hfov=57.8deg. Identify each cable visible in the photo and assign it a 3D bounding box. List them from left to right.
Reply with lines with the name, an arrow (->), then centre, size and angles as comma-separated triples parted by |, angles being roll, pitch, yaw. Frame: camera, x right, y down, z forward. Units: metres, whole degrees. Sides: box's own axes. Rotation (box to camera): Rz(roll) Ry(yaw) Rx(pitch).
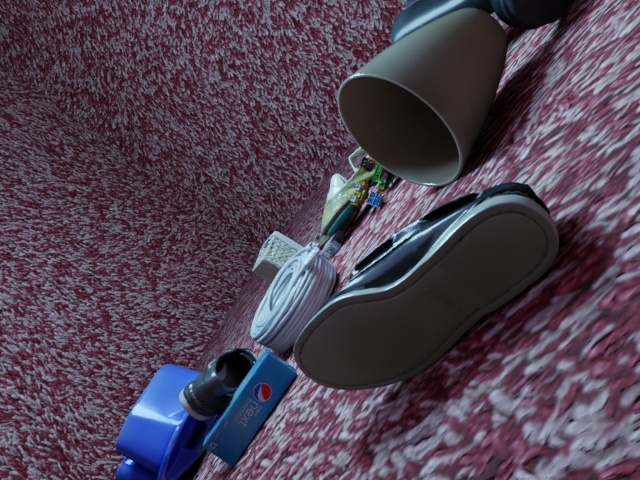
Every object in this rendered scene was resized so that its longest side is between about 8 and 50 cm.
cable -> -0.067, 0.138, 1.364 | 0.257, 0.089, 0.257 | -62, 15, -16

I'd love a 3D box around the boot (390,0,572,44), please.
boot -> 0.311, -0.505, 1.241 | 0.445, 0.146, 0.367 | -1, 36, 51

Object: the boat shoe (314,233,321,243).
boat shoe -> 0.000, 0.000, 1.859 | 0.125, 0.038, 0.046 | -56, 8, -13

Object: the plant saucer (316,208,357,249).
plant saucer -> 0.053, -0.042, 1.729 | 0.198, 0.036, 0.198 | -52, 7, 9

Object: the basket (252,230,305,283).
basket -> -0.100, 0.072, 1.687 | 0.113, 0.167, 0.103 | -45, 17, 51

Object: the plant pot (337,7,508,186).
plant pot -> 0.212, -0.284, 1.046 | 0.274, 0.256, 0.256 | -52, 6, -18

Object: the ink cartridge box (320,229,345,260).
ink cartridge box -> 0.022, 0.027, 1.624 | 0.115, 0.029, 0.063 | -48, 9, 35

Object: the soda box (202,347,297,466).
soda box -> -0.136, 0.317, 1.113 | 0.210, 0.071, 0.067 | -55, 6, -6

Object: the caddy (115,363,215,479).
caddy -> -0.356, 0.468, 1.430 | 0.341, 0.179, 0.241 | -66, -8, -56

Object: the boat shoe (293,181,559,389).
boat shoe -> 0.102, 0.049, 0.638 | 0.340, 0.127, 0.113 | -47, 9, 34

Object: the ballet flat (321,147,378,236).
ballet flat -> 0.099, -0.167, 1.571 | 0.348, 0.123, 0.123 | -47, 8, 9

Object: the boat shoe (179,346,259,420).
boat shoe -> -0.181, 0.290, 1.252 | 0.095, 0.112, 0.335 | -43, -7, 13

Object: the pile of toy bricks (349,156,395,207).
pile of toy bricks -> 0.165, -0.174, 1.464 | 0.105, 0.118, 0.212 | 2, -69, -65
